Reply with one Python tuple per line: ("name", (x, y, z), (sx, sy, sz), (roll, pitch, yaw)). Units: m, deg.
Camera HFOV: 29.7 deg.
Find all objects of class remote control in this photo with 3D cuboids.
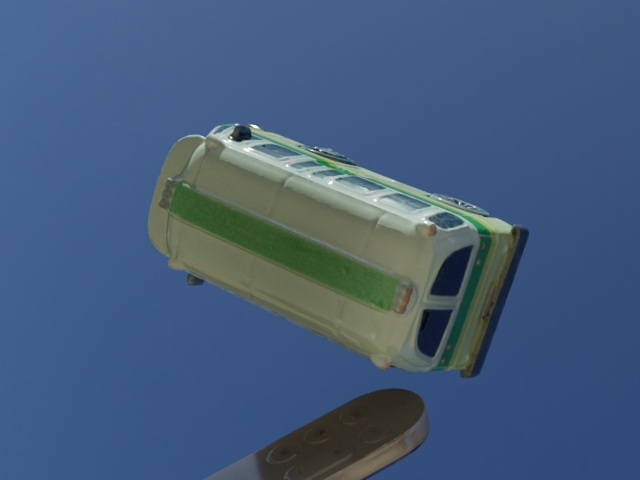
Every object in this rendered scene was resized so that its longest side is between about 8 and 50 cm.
("remote control", (-0.032, 0.171, 0.843), (0.077, 0.245, 0.022), (30, -38, 63))

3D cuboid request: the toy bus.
("toy bus", (0.000, 0.000, 0.939), (0.276, 0.165, 0.133), (23, -80, 29))
